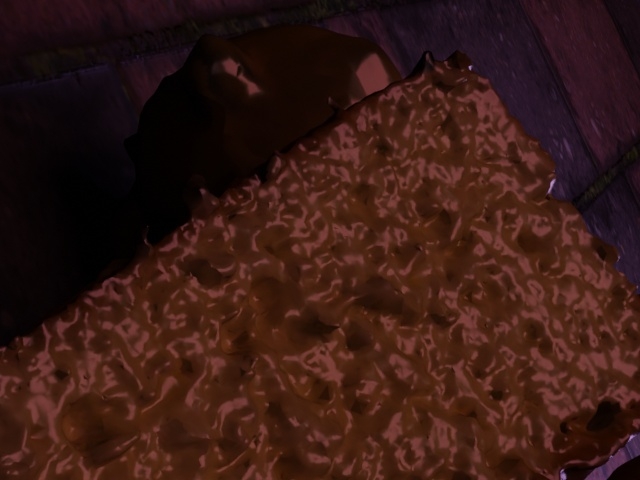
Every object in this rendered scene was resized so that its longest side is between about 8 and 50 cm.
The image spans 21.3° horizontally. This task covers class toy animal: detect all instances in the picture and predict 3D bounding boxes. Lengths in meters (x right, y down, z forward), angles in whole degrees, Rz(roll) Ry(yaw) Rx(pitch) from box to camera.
[{"bbox_3d":[0.002,-0.003,0.857,0.281,0.169,0.195,42,18,-45],"label":"toy animal"}]

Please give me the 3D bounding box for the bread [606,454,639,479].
[{"bbox_3d":[0.305,0.267,1.146,0.315,0.270,0.211,58,7,-38],"label":"bread"}]

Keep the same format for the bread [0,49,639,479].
[{"bbox_3d":[-0.031,0.081,0.660,0.340,0.179,0.194,-36,94,-40],"label":"bread"}]
